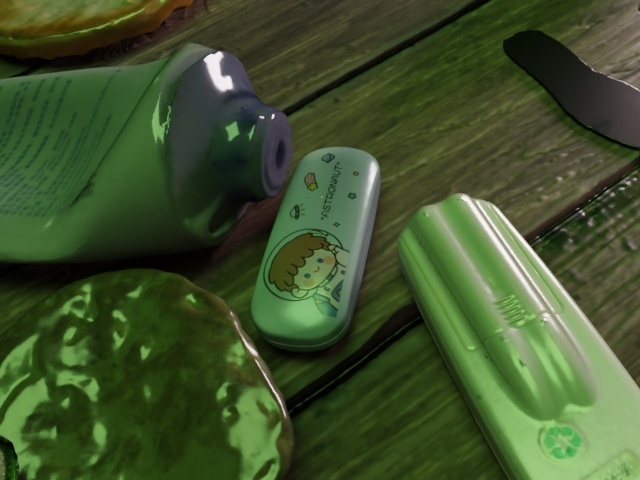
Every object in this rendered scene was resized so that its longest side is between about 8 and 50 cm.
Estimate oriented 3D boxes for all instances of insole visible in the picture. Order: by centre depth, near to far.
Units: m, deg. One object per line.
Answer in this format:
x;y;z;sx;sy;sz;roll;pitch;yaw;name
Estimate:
0.224;-0.134;0.625;0.064;0.004;0.188;-25;51;-11;insole

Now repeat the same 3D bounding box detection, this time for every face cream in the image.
-0.222;-0.072;0.596;0.420;0.137;0.235;2;52;22;face cream

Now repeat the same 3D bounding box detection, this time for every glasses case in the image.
0.000;0.000;0.527;0.067;0.045;0.178;4;52;14;glasses case

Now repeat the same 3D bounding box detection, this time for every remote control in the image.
0.123;0.063;0.451;0.090;0.049;0.230;-22;52;-5;remote control

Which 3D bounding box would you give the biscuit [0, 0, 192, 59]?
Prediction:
-0.290;-0.272;0.810;0.309;0.040;0.204;21;57;26;biscuit

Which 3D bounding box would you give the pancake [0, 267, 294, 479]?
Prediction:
-0.126;0.121;0.448;0.236;0.042;0.222;13;62;26;pancake

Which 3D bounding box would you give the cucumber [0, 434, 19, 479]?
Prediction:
-0.230;0.131;0.421;0.105;0.048;0.048;3;51;19;cucumber
